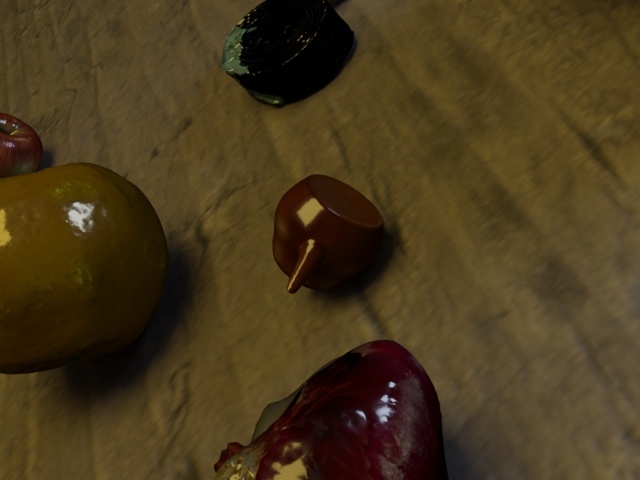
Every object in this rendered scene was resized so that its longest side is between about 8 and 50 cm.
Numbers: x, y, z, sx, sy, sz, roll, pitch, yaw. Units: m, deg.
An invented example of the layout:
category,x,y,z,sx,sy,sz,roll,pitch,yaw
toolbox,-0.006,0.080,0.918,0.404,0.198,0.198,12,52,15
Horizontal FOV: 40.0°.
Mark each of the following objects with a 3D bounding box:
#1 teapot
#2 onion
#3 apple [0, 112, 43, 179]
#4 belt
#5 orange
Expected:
category,x,y,z,sx,sy,sz,roll,pitch,yaw
teapot,0.000,0.000,0.881,0.116,0.116,0.173,-29,13,21
onion,0.013,0.208,0.627,0.272,0.195,0.272,-54,1,1
apple,-0.565,-0.150,1.532,0.131,0.146,0.146,-56,30,27
belt,-0.051,-0.258,1.186,0.198,0.078,0.151,6,64,45
orange,-0.314,0.036,1.021,0.279,0.235,0.279,-21,0,0
